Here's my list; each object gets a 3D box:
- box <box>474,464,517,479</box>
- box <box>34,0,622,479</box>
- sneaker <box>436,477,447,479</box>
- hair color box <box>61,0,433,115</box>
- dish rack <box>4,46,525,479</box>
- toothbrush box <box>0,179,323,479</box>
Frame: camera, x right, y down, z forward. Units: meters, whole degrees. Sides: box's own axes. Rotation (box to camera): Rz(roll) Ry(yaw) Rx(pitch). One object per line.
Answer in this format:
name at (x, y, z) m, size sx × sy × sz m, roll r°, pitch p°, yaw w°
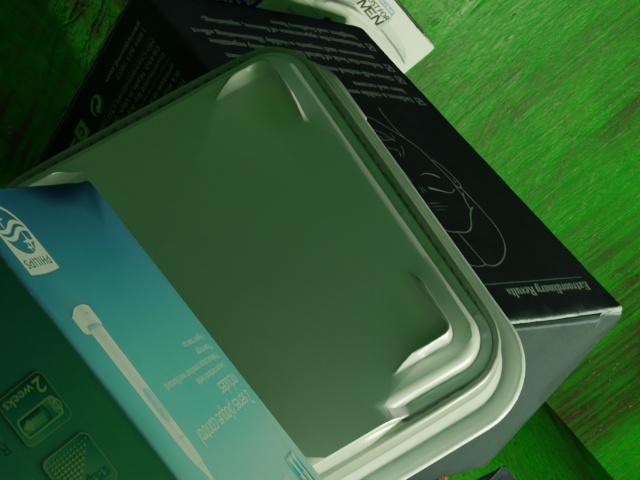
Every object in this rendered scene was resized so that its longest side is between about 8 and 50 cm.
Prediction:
box at (0.118, 0.283, 0.972) m, size 0.175 × 0.220 × 0.051 m, roll 51°, pitch 50°, yaw 3°
box at (0.000, 0.000, 1.078) m, size 0.294 × 0.212 × 0.395 m, roll 0°, pitch 43°, yaw -48°
sneaker at (0.049, 0.219, 1.168) m, size 0.276 × 0.098 × 0.135 m, roll 45°, pitch 9°, yaw -38°
hair color box at (-0.075, -0.166, 1.302) m, size 0.185 × 0.339 × 0.110 m, roll 42°, pitch 14°, yaw -43°
dish rack at (-0.057, 0.025, 0.834) m, size 0.332 × 0.286 × 0.072 m, roll 57°, pitch -9°, yaw 27°
toothbrush box at (-0.087, 0.159, 0.429) m, size 0.295 × 0.216 × 0.126 m, roll 51°, pitch 10°, yaw 4°
